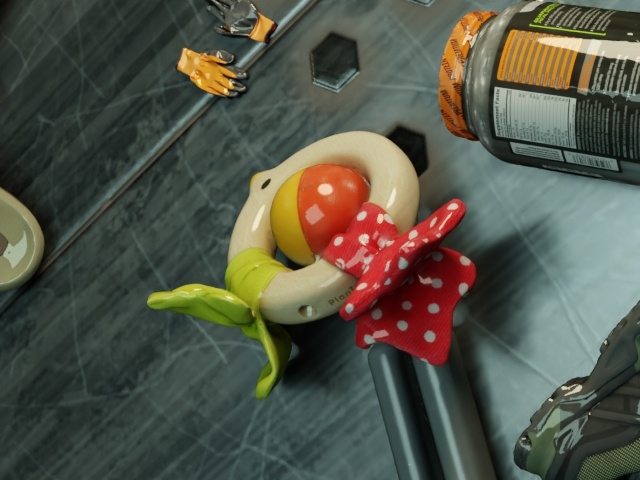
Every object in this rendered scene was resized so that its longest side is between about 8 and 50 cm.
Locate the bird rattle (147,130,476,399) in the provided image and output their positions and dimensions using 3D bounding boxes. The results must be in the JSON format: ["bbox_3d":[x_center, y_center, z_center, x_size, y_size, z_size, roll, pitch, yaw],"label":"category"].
[{"bbox_3d":[0.000,0.000,1.171,0.253,0.143,0.207,-27,41,37],"label":"bird rattle"}]

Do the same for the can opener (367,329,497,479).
[{"bbox_3d":[0.092,0.197,1.141,0.074,0.093,0.280,-21,71,28],"label":"can opener"}]

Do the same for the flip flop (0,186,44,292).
[{"bbox_3d":[-0.363,-0.040,1.348,0.277,0.080,0.112,31,95,-9],"label":"flip flop"}]

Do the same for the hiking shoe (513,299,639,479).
[{"bbox_3d":[0.238,0.101,1.075,0.114,0.086,0.227,44,113,11],"label":"hiking shoe"}]

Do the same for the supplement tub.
[{"bbox_3d":[0.185,-0.101,1.092,0.190,0.117,0.117,13,92,31],"label":"supplement tub"}]

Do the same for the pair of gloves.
[{"bbox_3d":[-0.079,-0.161,1.311,0.074,0.010,0.083,31,101,29],"label":"pair of gloves"}]
